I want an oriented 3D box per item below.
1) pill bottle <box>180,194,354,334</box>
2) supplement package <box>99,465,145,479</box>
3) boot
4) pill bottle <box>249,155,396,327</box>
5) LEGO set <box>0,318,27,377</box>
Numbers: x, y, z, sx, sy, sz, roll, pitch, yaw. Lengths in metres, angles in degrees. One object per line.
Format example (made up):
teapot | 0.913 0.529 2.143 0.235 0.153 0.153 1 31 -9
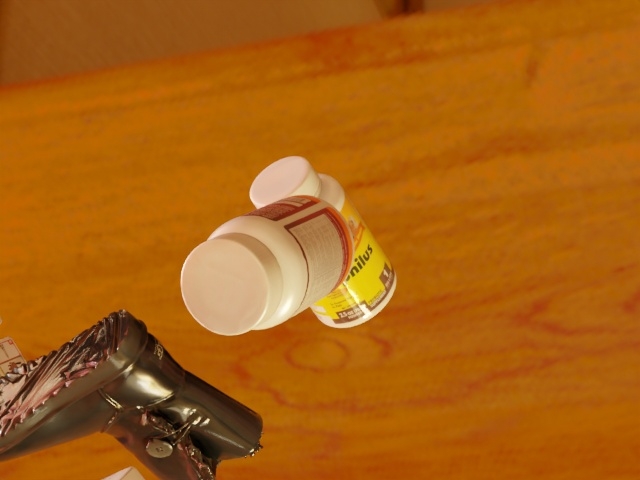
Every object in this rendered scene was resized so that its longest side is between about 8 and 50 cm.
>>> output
pill bottle | -0.055 0.026 1.614 0.121 0.221 0.121 5 103 22
supplement package | -0.169 0.263 0.830 0.139 0.134 0.244 -30 10 47
boot | -0.203 0.192 1.481 0.246 0.207 0.094 -32 33 21
pill bottle | 0.000 0.000 1.863 0.117 0.215 0.117 -22 37 18
LEGO set | -0.415 0.166 1.615 0.060 0.244 0.182 -37 82 35
